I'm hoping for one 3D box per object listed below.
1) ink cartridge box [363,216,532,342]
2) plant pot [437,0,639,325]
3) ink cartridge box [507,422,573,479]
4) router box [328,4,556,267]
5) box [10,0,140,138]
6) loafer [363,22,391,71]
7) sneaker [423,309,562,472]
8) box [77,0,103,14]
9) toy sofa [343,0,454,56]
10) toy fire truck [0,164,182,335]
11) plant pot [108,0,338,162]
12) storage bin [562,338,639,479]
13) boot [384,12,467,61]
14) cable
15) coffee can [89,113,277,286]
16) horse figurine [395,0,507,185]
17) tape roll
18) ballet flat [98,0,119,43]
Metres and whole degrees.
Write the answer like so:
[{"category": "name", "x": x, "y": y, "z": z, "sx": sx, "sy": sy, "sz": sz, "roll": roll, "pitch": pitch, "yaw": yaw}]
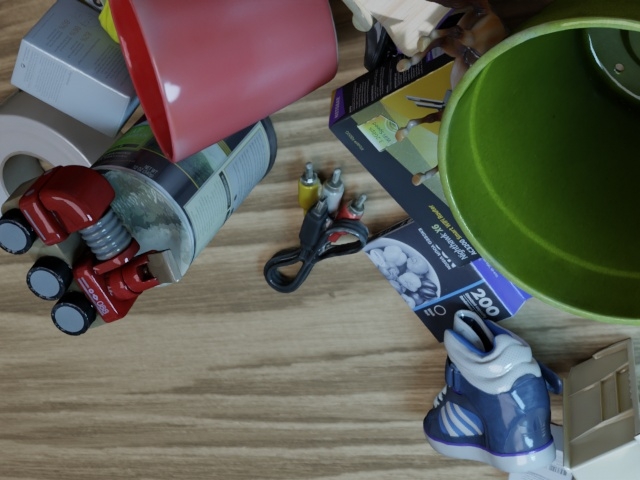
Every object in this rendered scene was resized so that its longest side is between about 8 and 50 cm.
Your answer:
[{"category": "ink cartridge box", "x": 0.200, "y": 0.042, "z": 1.834, "sx": 0.208, "sy": 0.045, "sz": 0.206, "roll": -28, "pitch": 108, "yaw": 40}, {"category": "plant pot", "x": 0.359, "y": -0.158, "z": 1.368, "sx": 0.366, "sy": 0.353, "sz": 0.367, "roll": 15, "pitch": 131, "yaw": 18}, {"category": "ink cartridge box", "x": 0.362, "y": 0.359, "z": 1.985, "sx": 0.099, "sy": 0.056, "sz": 0.135, "roll": 18, "pitch": 131, "yaw": 17}, {"category": "router box", "x": 0.197, "y": -0.123, "z": 1.588, "sx": 0.243, "sy": 0.081, "sz": 0.309, "roll": -26, "pitch": 127, "yaw": 28}, {"category": "box", "x": -0.331, "y": -0.249, "z": 1.760, "sx": 0.170, "sy": 0.130, "sz": 0.091, "roll": 29, "pitch": 135, "yaw": -3}, {"category": "loafer", "x": 0.080, "y": -0.301, "z": 1.624, "sx": 0.061, "sy": 0.062, "sz": 0.170, "roll": 28, "pitch": 125, "yaw": 19}, {"category": "sneaker", "x": 0.237, "y": 0.210, "z": 1.881, "sx": 0.323, "sy": 0.130, "sz": 0.236, "roll": 5, "pitch": 112, "yaw": 68}, {"category": "box", "x": -0.310, "y": -0.359, "z": 1.792, "sx": 0.100, "sy": 0.060, "sz": 0.244, "roll": 41, "pitch": 134, "yaw": -6}, {"category": "toy sofa", "x": 0.170, "y": -0.388, "z": 1.403, "sx": 0.177, "sy": 0.150, "sz": 0.362, "roll": 45, "pitch": 125, "yaw": -8}, {"category": "toy fire truck", "x": -0.285, "y": 0.004, "z": 1.636, "sx": 0.246, "sy": 0.158, "sz": 0.217, "roll": -19, "pitch": 114, "yaw": 26}, {"category": "plant pot", "x": -0.123, "y": -0.264, "z": 1.595, "sx": 0.275, "sy": 0.243, "sz": 0.275, "roll": 160, "pitch": 90, "yaw": -77}, {"category": "storage bin", "x": 0.466, "y": 0.318, "z": 1.760, "sx": 0.123, "sy": 0.260, "sz": 0.262, "roll": -31, "pitch": 108, "yaw": 24}, {"category": "boot", "x": 0.148, "y": -0.255, "z": 1.588, "sx": 0.121, "sy": 0.099, "sz": 0.045, "roll": 5, "pitch": 125, "yaw": 25}, {"category": "cable", "x": 0.000, "y": 0.000, "z": 1.919, "sx": 0.139, "sy": 0.072, "sz": 0.287, "roll": 33, "pitch": 145, "yaw": 6}, {"category": "coffee can", "x": -0.211, "y": -0.092, "z": 1.800, "sx": 0.201, "sy": 0.275, "sz": 0.202, "roll": 15, "pitch": 131, "yaw": 18}, {"category": "horse figurine", "x": 0.157, "y": -0.184, "z": 1.393, "sx": 0.066, "sy": 0.174, "sz": 0.263, "roll": 28, "pitch": 134, "yaw": 39}, {"category": "tape roll", "x": -0.443, "y": -0.110, "z": 2.042, "sx": 0.286, "sy": 0.100, "sz": 0.286, "roll": 16, "pitch": 132, "yaw": 19}, {"category": "ballet flat", "x": -0.261, "y": -0.368, "z": 1.670, "sx": 0.077, "sy": 0.077, "sz": 0.231, "roll": 41, "pitch": 137, "yaw": 16}]
